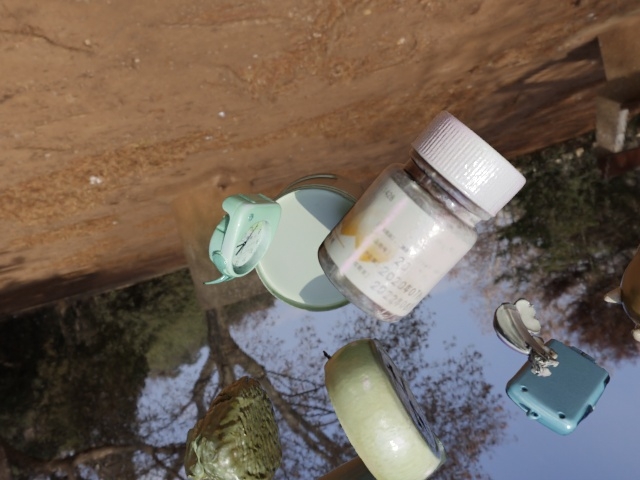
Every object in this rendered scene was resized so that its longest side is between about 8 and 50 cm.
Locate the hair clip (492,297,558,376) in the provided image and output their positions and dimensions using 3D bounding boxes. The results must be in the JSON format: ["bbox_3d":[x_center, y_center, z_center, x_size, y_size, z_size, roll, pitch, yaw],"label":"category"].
[{"bbox_3d":[0.374,0.168,1.058,0.116,0.172,0.049,15,125,-28],"label":"hair clip"}]

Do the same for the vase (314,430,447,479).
[{"bbox_3d":[0.128,0.521,1.242,0.301,0.250,0.156,-31,-146,-14],"label":"vase"}]

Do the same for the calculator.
[{"bbox_3d":[0.548,0.329,1.327,0.173,0.051,0.293,36,-138,29],"label":"calculator"}]

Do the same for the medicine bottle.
[{"bbox_3d":[0.135,-0.031,0.812,0.273,0.165,0.165,-51,173,16],"label":"medicine bottle"}]

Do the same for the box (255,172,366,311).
[{"bbox_3d":[0.000,0.000,1.042,0.226,0.225,0.149,-13,-168,10],"label":"box"}]

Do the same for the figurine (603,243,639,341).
[{"bbox_3d":[0.539,0.048,0.819,0.173,0.177,0.247,25,131,-29],"label":"figurine"}]

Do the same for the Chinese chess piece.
[{"bbox_3d":[0.094,0.257,0.890,0.092,0.237,0.238,-32,-178,8],"label":"Chinese chess piece"}]

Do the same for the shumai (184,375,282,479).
[{"bbox_3d":[-0.283,0.566,1.603,0.289,0.291,0.330,-17,-169,16],"label":"shumai"}]

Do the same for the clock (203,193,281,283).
[{"bbox_3d":[-0.107,0.004,0.762,0.041,0.134,0.101,29,-165,21],"label":"clock"}]
